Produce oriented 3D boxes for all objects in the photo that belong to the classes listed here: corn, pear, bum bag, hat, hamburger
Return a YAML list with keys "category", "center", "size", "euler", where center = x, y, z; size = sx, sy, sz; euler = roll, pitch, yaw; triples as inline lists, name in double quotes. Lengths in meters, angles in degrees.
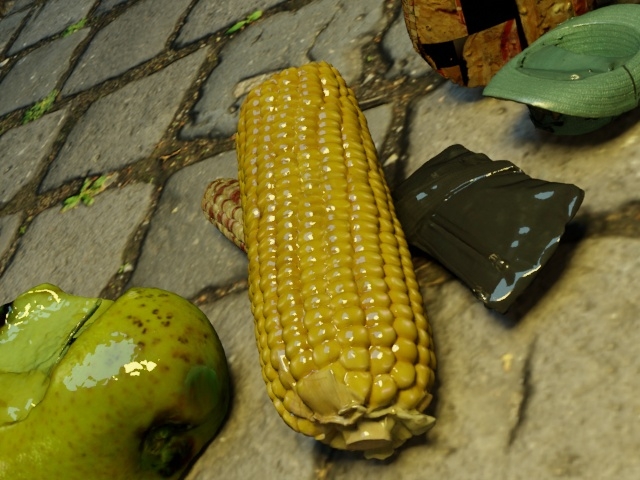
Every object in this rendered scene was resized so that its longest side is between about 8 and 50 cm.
- category: "corn"
  center: [-0.066, -0.018, 1.005]
  size: [0.079, 0.079, 0.237]
  euler: [-48, 33, -10]
- category: "corn"
  center: [0.000, 0.000, 0.806]
  size: [0.144, 0.144, 0.387]
  euler: [-30, 51, 18]
- category: "pear"
  center: [-0.215, 0.156, 0.882]
  size: [0.255, 0.164, 0.238]
  euler: [-4, 46, 41]
- category: "bum bag"
  center: [0.130, -0.019, 0.824]
  size: [0.123, 0.060, 0.248]
  euler: [-44, 31, -2]
- category: "hat"
  center: [0.232, -0.140, 0.851]
  size: [0.191, 0.077, 0.138]
  euler: [-34, 37, -23]
- category: "hamburger"
  center: [0.180, -0.256, 0.912]
  size: [0.231, 0.231, 0.106]
  euler: [-27, 46, 20]
